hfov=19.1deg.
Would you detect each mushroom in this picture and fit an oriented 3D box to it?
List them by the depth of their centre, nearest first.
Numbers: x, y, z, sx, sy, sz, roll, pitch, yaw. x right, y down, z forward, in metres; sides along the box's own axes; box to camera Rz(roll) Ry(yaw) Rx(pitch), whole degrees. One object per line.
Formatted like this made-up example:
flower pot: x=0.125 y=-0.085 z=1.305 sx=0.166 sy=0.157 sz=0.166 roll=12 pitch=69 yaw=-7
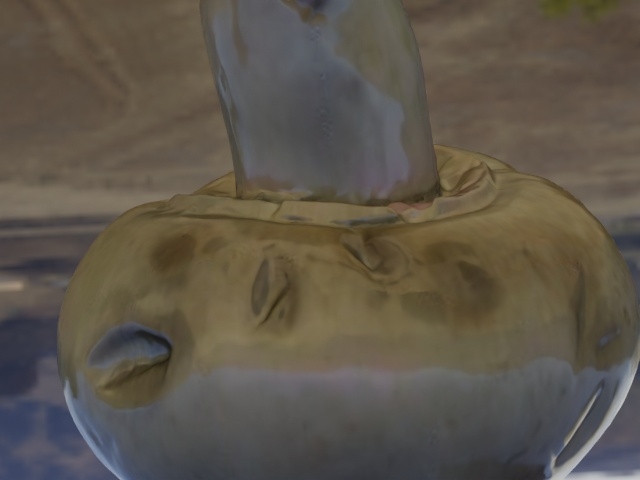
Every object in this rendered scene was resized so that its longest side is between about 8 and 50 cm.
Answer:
mushroom: x=0.003 y=0.029 z=1.163 sx=0.353 sy=0.353 sz=0.325 roll=-2 pitch=160 yaw=-16
